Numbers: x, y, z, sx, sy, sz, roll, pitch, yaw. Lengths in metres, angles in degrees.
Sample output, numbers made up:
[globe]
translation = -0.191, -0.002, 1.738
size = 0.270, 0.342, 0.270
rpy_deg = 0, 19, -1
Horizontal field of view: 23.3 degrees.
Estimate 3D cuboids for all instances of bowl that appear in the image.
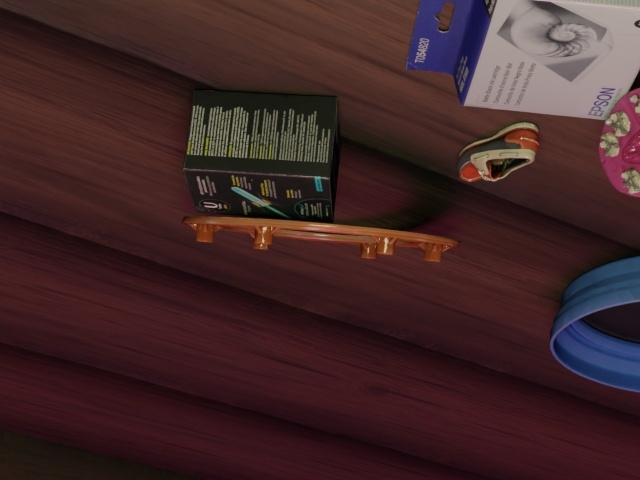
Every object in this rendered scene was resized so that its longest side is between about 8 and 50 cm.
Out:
[bowl]
translation = 0.510, 0.117, 2.109
size = 0.391, 0.077, 0.391
rpy_deg = 5, 156, 2

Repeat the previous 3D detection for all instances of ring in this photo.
[ring]
translation = 0.000, 0.000, 1.867
size = 0.336, 0.032, 0.336
rpy_deg = 5, 179, 0

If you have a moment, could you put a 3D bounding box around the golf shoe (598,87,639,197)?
[golf shoe]
translation = 0.395, -0.131, 1.498
size = 0.140, 0.115, 0.306
rpy_deg = -17, 168, -34

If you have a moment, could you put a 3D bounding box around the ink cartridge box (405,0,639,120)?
[ink cartridge box]
translation = 0.203, -0.193, 1.505
size = 0.224, 0.045, 0.223
rpy_deg = 6, 157, 0

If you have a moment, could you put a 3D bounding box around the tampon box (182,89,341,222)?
[tampon box]
translation = -0.062, -0.093, 1.722
size = 0.161, 0.101, 0.120
rpy_deg = 4, 157, 4

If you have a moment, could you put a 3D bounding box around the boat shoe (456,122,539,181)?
[boat shoe]
translation = 0.198, -0.090, 1.746
size = 0.049, 0.043, 0.137
rpy_deg = 16, 156, -27
